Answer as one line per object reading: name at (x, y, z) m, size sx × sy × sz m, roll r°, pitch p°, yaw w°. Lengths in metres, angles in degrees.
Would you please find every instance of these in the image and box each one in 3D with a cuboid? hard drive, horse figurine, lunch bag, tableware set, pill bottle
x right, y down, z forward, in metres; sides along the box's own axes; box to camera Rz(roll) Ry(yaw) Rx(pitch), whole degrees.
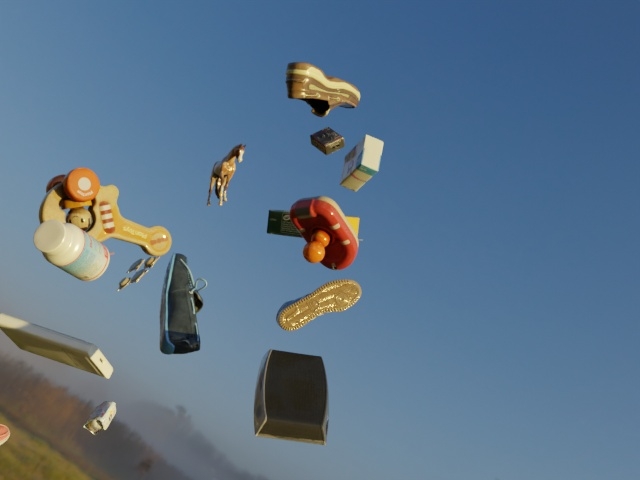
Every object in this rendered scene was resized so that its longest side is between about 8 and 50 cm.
hard drive at (-0.061, 0.345, 1.572) m, size 0.172 × 0.254 × 0.054 m, roll 9°, pitch -60°, yaw -6°
horse figurine at (-0.314, -0.204, 2.236) m, size 0.066 × 0.174 × 0.263 m, roll 12°, pitch -12°, yaw -18°
lunch bag at (-0.604, 0.489, 1.917) m, size 0.053 × 0.071 × 0.083 m, roll 41°, pitch -54°, yaw -14°
tableware set at (-0.613, 0.105, 2.322) m, size 0.169 × 0.141 × 0.020 m, roll -16°, pitch -58°, yaw 41°
pill bottle at (-0.491, 0.018, 1.367) m, size 0.087 × 0.087 × 0.160 m, roll 22°, pitch -14°, yaw 18°
hard drive at (-0.787, 0.316, 2.061) m, size 0.308 × 0.040 × 0.203 m, roll 16°, pitch -30°, yaw 12°

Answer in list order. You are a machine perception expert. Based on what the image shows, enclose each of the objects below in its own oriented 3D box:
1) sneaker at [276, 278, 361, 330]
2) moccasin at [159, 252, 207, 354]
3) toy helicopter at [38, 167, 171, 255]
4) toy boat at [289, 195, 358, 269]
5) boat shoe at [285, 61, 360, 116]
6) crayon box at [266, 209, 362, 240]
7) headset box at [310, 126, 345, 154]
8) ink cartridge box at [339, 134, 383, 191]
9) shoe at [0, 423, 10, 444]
sneaker at (-0.015, 0.203, 2.195) m, size 0.099 × 0.282 × 0.153 m, roll 66°, pitch -15°, yaw 2°
moccasin at (-0.390, 0.186, 1.964) m, size 0.117 × 0.342 × 0.137 m, roll 10°, pitch -42°, yaw -19°
toy helicopter at (-0.541, -0.022, 1.767) m, size 0.355 × 0.234 × 0.140 m, roll 23°, pitch -20°, yaw -39°
toy boat at (0.000, 0.000, 1.872) m, size 0.151 × 0.151 × 0.231 m, roll -6°, pitch -47°, yaw 38°
boat shoe at (0.001, -0.335, 1.626) m, size 0.095 × 0.095 × 0.257 m, roll 6°, pitch -2°, yaw 38°
crayon box at (-0.009, -0.050, 2.309) m, size 0.203 × 0.083 × 0.323 m, roll 7°, pitch 3°, yaw 27°
headset box at (0.021, -0.265, 1.858) m, size 0.083 × 0.062 × 0.032 m, roll 42°, pitch -28°, yaw 43°
ink cartridge box at (0.100, -0.189, 1.709) m, size 0.052 × 0.088 × 0.122 m, roll 20°, pitch -28°, yaw -16°
shoe at (-0.836, 0.471, 1.726) m, size 0.063 × 0.081 × 0.178 m, roll 49°, pitch 15°, yaw 24°
